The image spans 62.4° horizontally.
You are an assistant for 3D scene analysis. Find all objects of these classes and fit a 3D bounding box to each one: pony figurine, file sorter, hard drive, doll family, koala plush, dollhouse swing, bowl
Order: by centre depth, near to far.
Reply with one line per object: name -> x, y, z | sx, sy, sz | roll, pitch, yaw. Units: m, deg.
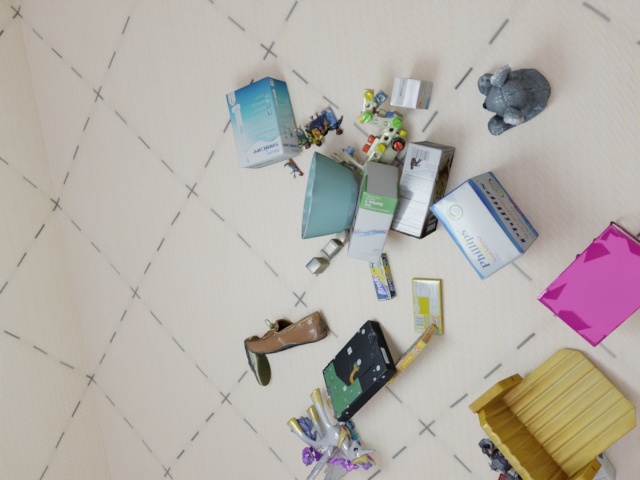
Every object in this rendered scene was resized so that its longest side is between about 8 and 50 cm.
file sorter -> 0.820, 0.115, 1.530 | 0.202, 0.182, 0.291 | 43, 117, 16
koala plush -> 0.554, -0.421, 1.541 | 0.203, 0.221, 0.196 | -13, 94, 31
dollhouse swing -> 0.708, 0.522, 1.567 | 0.305, 0.315, 0.347 | -51, 59, 22
bowl -> 0.034, -0.145, 1.853 | 0.163, 0.311, 0.312 | 9, 108, -6
doll family -> -0.002, -0.407, 1.956 | 0.193, 0.076, 0.111 | -36, 78, 28
hard drive -> 0.140, 0.497, 2.004 | 0.339, 0.064, 0.237 | -53, 34, 28
pony figurine -> 0.026, 0.835, 2.129 | 0.363, 0.303, 0.351 | 48, 112, 30

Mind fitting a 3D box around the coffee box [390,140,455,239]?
coffee box -> 0.339, -0.170, 1.754 | 0.119, 0.168, 0.297 | 19, 111, 25

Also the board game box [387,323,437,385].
board game box -> 0.321, 0.415, 1.904 | 0.039, 0.124, 0.259 | 38, 124, 12

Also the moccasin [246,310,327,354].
moccasin -> -0.153, 0.379, 2.182 | 0.380, 0.139, 0.147 | -22, 83, 34

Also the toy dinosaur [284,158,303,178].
toy dinosaur -> -0.101, -0.283, 2.061 | 0.082, 0.047, 0.090 | 17, 99, 7

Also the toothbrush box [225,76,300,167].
toothbrush box -> -0.221, -0.443, 2.027 | 0.216, 0.126, 0.296 | -13, 87, 32

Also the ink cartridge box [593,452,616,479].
ink cartridge box -> 0.823, 0.699, 1.713 | 0.154, 0.093, 0.212 | -37, 79, 31

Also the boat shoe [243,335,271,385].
boat shoe -> -0.282, 0.532, 2.329 | 0.073, 0.080, 0.224 | -18, 86, 37

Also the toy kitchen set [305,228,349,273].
toy kitchen set -> 0.000, 0.000, 2.042 | 0.207, 0.122, 0.166 | -46, 76, 9

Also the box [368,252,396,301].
box -> 0.227, 0.136, 1.954 | 0.059, 0.054, 0.169 | -12, 96, 32

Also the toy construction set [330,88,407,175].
toy construction set -> 0.170, -0.345, 1.818 | 0.215, 0.151, 0.328 | 26, 130, -10

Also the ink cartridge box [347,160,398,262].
ink cartridge box -> 0.176, -0.094, 1.791 | 0.117, 0.201, 0.278 | 11, 129, -1

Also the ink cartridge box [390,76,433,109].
ink cartridge box -> 0.295, -0.479, 1.724 | 0.090, 0.143, 0.092 | 17, 109, 26

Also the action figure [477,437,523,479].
action figure -> 0.631, 0.732, 1.788 | 0.185, 0.099, 0.285 | 35, 145, 17

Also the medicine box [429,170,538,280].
medicine box -> 0.505, -0.055, 1.611 | 0.149, 0.289, 0.263 | -39, 81, 31

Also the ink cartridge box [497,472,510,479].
ink cartridge box -> 0.691, 0.889, 1.811 | 0.175, 0.127, 0.072 | 9, 103, 27

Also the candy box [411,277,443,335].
candy box -> 0.385, 0.237, 1.901 | 0.105, 0.027, 0.206 | 1, 102, 27
